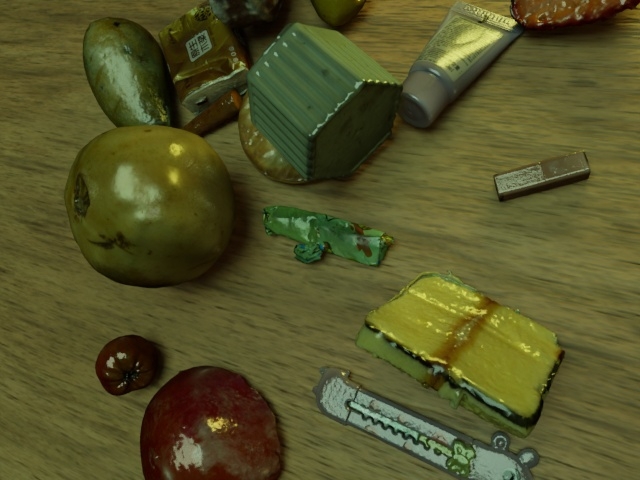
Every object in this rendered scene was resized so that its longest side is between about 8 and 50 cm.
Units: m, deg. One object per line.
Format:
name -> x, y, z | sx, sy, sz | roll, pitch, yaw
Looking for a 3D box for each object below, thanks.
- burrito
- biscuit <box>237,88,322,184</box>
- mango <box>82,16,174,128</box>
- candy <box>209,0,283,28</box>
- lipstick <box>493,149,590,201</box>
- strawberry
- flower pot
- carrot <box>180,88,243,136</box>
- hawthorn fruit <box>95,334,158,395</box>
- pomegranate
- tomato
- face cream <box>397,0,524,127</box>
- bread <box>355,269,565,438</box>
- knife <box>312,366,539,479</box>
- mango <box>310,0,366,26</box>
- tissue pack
burrito -> 0.000, 0.000, 0.959 | 0.288, 0.054, 0.104 | 17, 86, 23
biscuit -> -0.066, -0.226, 1.041 | 0.204, 0.040, 0.309 | -48, 67, 5
mango -> -0.452, -0.377, 1.176 | 0.176, 0.176, 0.329 | -18, 91, 49
candy -> -0.157, -0.607, 1.072 | 0.157, 0.214, 0.289 | -1, 69, 17
lipstick -> 0.375, -0.109, 0.836 | 0.145, 0.045, 0.045 | -15, 71, 18
strawberry -> 0.464, -0.452, 0.859 | 0.236, 0.111, 0.190 | -22, 80, 40
flower pot -> 0.006, -0.244, 0.884 | 0.189, 0.239, 0.209 | 47, 125, 21
carrot -> -0.274, -0.268, 1.130 | 0.224, 0.057, 0.057 | -27, 69, 20
hawthorn fruit -> -0.411, 0.252, 1.024 | 0.125, 0.125, 0.140 | -46, 68, 6
pomegranate -> -0.324, -0.071, 0.968 | 0.333, 0.332, 0.332 | -5, 76, 21
tomato -> -0.235, 0.372, 0.898 | 0.309, 0.170, 0.309 | -4, 77, 19
face cream -> 0.248, -0.342, 0.927 | 0.154, 0.096, 0.274 | 34, 79, 27
bread -> 0.213, 0.156, 0.733 | 0.263, 0.236, 0.198 | 27, 89, 25
knife -> 0.157, 0.329, 0.824 | 0.399, 0.038, 0.132 | 19, 83, 25
mango -> 0.030, -0.587, 1.043 | 0.167, 0.130, 0.262 | -18, 76, 20
tissue pack -> -0.261, -0.427, 1.142 | 0.183, 0.092, 0.226 | -27, 68, 15
